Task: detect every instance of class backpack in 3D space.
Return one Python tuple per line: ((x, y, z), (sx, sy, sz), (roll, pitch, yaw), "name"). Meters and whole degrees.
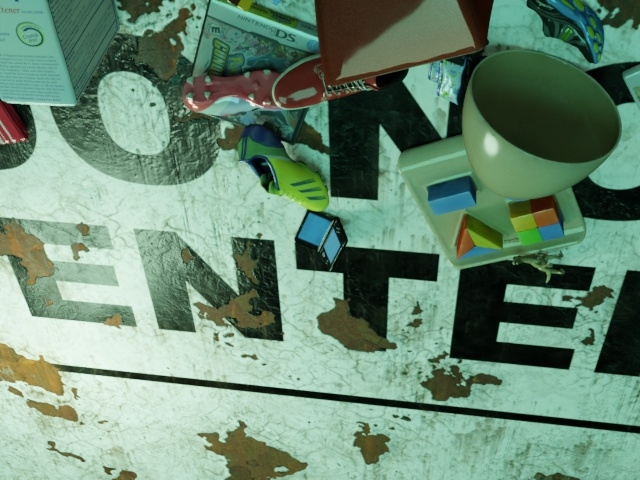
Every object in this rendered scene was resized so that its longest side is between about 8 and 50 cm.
((0.251, -0.321, 1.583), (0.084, 0.105, 0.114), (24, 138, 20), "backpack")

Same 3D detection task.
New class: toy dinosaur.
((0.504, 0.052, 1.923), (0.092, 0.053, 0.183), (-1, 164, 43), "toy dinosaur")

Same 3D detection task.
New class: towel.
((-0.805, -0.287, 1.887), (0.274, 0.031, 0.199), (-3, 135, 17), "towel")

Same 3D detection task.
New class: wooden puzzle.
((0.369, -0.077, 1.812), (0.322, 0.080, 0.348), (-13, 130, 24), "wooden puzzle")

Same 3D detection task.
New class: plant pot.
((0.121, -0.437, 1.400), (0.267, 0.267, 0.236), (-10, 119, 21), "plant pot")
((0.379, -0.184, 1.569), (0.284, 0.284, 0.191), (15, 141, -3), "plant pot")

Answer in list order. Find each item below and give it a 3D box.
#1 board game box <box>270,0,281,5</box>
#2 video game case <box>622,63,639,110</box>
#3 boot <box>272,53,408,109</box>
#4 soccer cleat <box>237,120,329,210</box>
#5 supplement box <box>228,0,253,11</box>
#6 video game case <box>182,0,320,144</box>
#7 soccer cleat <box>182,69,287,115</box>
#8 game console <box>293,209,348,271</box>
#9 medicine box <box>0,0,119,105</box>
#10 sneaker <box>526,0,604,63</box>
((-0.106, -0.536, 1.486), (0.211, 0.039, 0.160), (37, 130, -22), "board game box")
((0.708, -0.269, 1.589), (0.206, 0.026, 0.227), (-21, 127, 29), "video game case")
((0.033, -0.292, 1.548), (0.244, 0.176, 0.088), (-20, 113, -1), "boot")
((-0.082, -0.130, 1.800), (0.093, 0.121, 0.289), (-5, 146, 35), "soccer cleat")
((-0.150, -0.524, 1.388), (0.194, 0.129, 0.191), (28, 133, -14), "supplement box")
((-0.128, -0.336, 1.692), (0.248, 0.035, 0.275), (18, 135, -7), "video game case")
((-0.150, -0.285, 1.681), (0.248, 0.083, 0.095), (0, 166, 5), "soccer cleat")
((0.000, 0.000, 1.976), (0.071, 0.107, 0.122), (-3, 142, -26), "game console")
((-0.491, -0.433, 1.510), (0.149, 0.263, 0.289), (3, 135, 8), "medicine box")
((0.439, -0.386, 1.514), (0.188, 0.067, 0.078), (36, 152, -25), "sneaker")
